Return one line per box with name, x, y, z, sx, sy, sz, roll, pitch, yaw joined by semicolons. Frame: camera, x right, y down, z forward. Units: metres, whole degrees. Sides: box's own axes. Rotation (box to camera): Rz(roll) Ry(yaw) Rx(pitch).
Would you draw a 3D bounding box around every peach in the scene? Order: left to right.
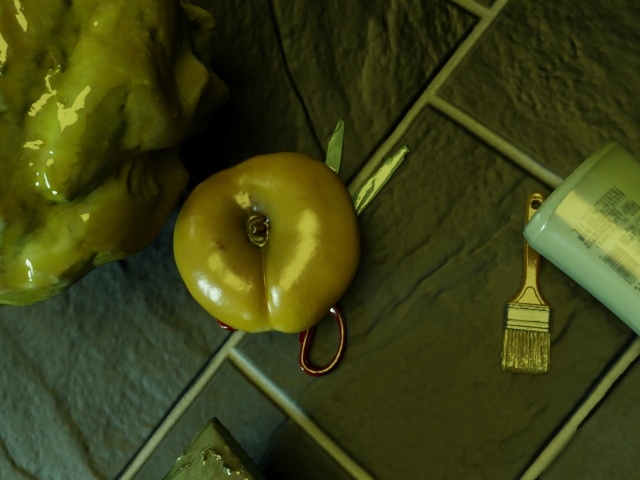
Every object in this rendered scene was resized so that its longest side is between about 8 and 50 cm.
peach;-0.049;0.003;0.635;0.179;0.103;0.179;-3;77;14

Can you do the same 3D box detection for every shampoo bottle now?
shampoo bottle;0.290;0.033;0.551;0.118;0.087;0.234;-41;71;-12

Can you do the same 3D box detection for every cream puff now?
cream puff;-0.218;-0.126;0.632;0.378;0.275;0.378;-9;79;55

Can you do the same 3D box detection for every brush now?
brush;0.192;0.037;0.621;0.043;0.014;0.170;4;80;16

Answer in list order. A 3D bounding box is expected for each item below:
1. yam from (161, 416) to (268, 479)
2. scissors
yam;-0.118;0.315;0.584;0.168;0.168;0.304;37;91;19
scissors;0.000;0.000;0.683;0.144;0.017;0.247;25;87;19
